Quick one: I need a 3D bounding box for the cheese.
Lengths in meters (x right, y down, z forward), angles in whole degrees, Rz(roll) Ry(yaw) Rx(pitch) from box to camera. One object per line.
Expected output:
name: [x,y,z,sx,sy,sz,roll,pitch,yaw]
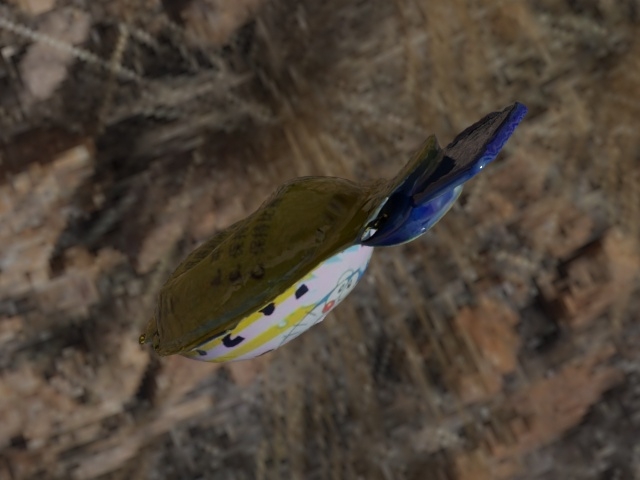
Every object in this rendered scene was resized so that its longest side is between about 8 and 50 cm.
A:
cheese: [0.000,0.000,0.950,0.250,0.064,0.156,-30,-167,38]
